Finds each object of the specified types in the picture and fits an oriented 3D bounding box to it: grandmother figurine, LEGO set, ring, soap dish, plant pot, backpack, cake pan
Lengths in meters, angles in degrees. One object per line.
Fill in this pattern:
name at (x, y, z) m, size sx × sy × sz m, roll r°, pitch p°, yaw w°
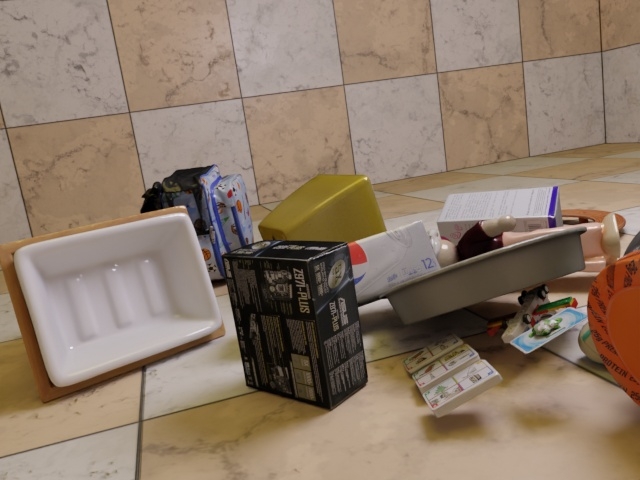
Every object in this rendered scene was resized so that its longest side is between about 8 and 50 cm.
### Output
grandmother figurine at (0.313, 0.019, 0.965) m, size 0.342 × 0.208 × 0.104 m, roll -7°, pitch 52°, yaw 22°
LEGO set at (0.222, 0.118, 0.647) m, size 0.244 × 0.060 × 0.182 m, roll -31°, pitch 4°, yaw 0°
ring at (0.508, -0.025, 1.296) m, size 0.336 × 0.032 × 0.336 m, roll -9°, pitch 10°, yaw 2°
soap dish at (-0.317, 0.087, 0.884) m, size 0.291 × 0.229 × 0.118 m, roll -17°, pitch -2°, yaw -36°
plant pot at (0.000, 0.000, 1.141) m, size 0.187 × 0.212 × 0.212 m, roll -27°, pitch 18°, yaw -21°
backpack at (-0.262, -0.034, 1.318) m, size 0.213 × 0.263 × 0.276 m, roll -2°, pitch 16°, yaw 5°
cake pan at (0.228, 0.056, 0.788) m, size 0.293 × 0.054 × 0.293 m, roll -17°, pitch -10°, yaw -3°

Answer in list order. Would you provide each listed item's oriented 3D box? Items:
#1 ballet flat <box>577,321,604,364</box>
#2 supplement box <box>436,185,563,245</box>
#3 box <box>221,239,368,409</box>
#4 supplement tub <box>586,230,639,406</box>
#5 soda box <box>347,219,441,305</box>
ballet flat at (0.421, 0.084, 0.659) m, size 0.248 × 0.086 × 0.086 m, roll -12°, pitch 12°, yaw -11°
supplement box at (0.358, -0.027, 1.127) m, size 0.220 × 0.111 × 0.114 m, roll -2°, pitch 35°, yaw 29°
box at (-0.032, 0.095, 0.695) m, size 0.147 × 0.180 × 0.077 m, roll 1°, pitch 15°, yaw 41°
supplement tub at (0.437, 0.035, 0.523) m, size 0.338 × 0.207 × 0.207 m, roll -21°, pitch 14°, yaw -15°
soda box at (0.035, 0.062, 0.887) m, size 0.286 × 0.091 × 0.098 m, roll -18°, pitch -13°, yaw -8°
